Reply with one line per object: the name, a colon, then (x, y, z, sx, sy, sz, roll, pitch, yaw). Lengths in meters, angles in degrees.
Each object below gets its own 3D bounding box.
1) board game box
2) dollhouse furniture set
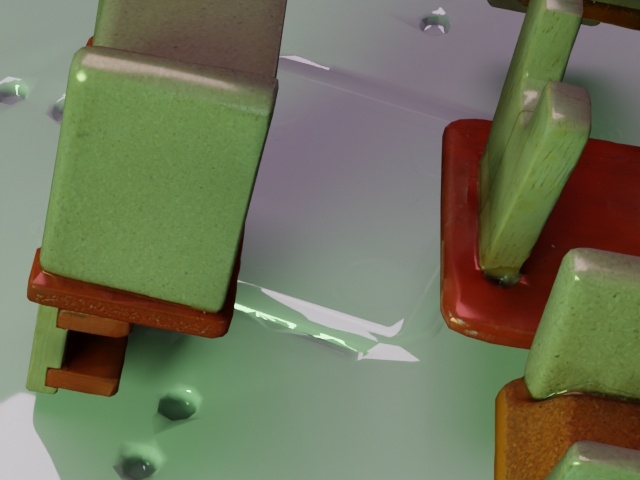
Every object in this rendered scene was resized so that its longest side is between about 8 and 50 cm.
board game box: (0.000, 0.000, 0.583, 0.390, 0.050, 0.390, -14, 48, -13)
dollhouse furniture set: (0.056, -0.004, 0.491, 0.259, 0.135, 0.262, 11, 47, -5)
